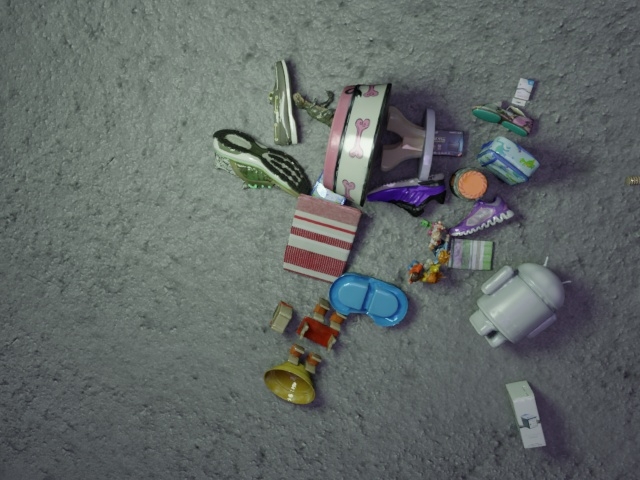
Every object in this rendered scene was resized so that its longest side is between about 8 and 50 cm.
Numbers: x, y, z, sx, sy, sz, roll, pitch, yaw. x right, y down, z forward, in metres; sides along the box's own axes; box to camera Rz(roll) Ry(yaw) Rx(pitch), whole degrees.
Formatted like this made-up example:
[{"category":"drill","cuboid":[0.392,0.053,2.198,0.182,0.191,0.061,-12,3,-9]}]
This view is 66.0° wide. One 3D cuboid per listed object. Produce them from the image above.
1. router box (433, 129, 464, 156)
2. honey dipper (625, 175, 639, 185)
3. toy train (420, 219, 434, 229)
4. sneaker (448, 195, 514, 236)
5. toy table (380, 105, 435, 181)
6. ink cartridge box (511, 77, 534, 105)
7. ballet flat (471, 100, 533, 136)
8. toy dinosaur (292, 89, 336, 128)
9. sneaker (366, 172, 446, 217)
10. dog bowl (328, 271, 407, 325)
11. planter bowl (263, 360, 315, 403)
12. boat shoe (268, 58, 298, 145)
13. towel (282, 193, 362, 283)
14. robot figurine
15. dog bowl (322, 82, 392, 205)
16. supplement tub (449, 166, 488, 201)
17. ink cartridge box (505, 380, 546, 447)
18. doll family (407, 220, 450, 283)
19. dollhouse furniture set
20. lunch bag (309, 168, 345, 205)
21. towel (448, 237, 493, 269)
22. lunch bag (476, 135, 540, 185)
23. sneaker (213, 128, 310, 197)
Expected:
[{"category":"router box","cuboid":[0.448,-0.349,1.767,0.122,0.038,0.092,4,98,8]},{"category":"honey dipper","cuboid":[1.136,-0.212,1.687,0.160,0.030,0.031,-6,97,8]},{"category":"toy train","cuboid":[0.412,-0.054,1.827,0.083,0.017,0.024,24,90,4]},{"category":"sneaker","cuboid":[0.564,-0.087,1.766,0.236,0.095,0.105,-24,87,6]},{"category":"toy table","cuboid":[0.299,-0.341,1.697,0.160,0.252,0.274,8,56,4]},{"category":"ink cartridge box","cuboid":[0.701,-0.514,1.710,0.048,0.028,0.083,16,101,6]},{"category":"ballet flat","cuboid":[0.637,-0.437,1.716,0.221,0.077,0.079,23,83,0]},{"category":"toy dinosaur","cuboid":[0.027,-0.472,1.804,0.268,0.064,0.118,37,97,-8]},{"category":"sneaker","cuboid":[0.313,-0.149,1.784,0.293,0.102,0.146,-10,97,10]},{"category":"dog bowl","cuboid":[0.179,0.212,1.855,0.297,0.074,0.166,17,107,0]},{"category":"planter bowl","cuboid":[-0.107,0.539,1.935,0.217,0.090,0.217,13,132,15]},{"category":"boat shoe","cuboid":[-0.143,-0.501,1.801,0.091,0.109,0.305,-6,101,5]},{"category":"towel","cuboid":[0.000,0.000,1.837,0.237,0.037,0.329,16,120,1]},{"category":"robot figurine","cuboid":[0.698,0.218,1.728,0.300,0.200,0.353,41,103,-19]},{"category":"dog bowl","cuboid":[0.118,-0.325,1.633,0.150,0.408,0.408,14,100,6]},{"category":"supplement tub","cuboid":[0.512,-0.195,1.702,0.117,0.190,0.117,1,99,8]},{"category":"ink cartridge box","cuboid":[0.753,0.635,1.810,0.082,0.139,0.191,-16,95,12]},{"category":"doll family","cuboid":[0.410,0.063,1.759,0.118,0.163,0.263,24,107,1]},{"category":"dollhouse furniture set","cuboid":[-0.058,0.336,1.918,0.259,0.135,0.262,27,102,-7]},{"category":"lunch bag","cuboid":[0.040,-0.176,1.826,0.128,0.096,0.151,27,111,4]},{"category":"towel","cuboid":[0.554,0.051,1.820,0.152,0.023,0.113,4,101,6]},{"category":"lunch bag","cuboid":[0.623,-0.267,1.661,0.176,0.219,0.090,39,95,1]},{"category":"sneaker","cuboid":[-0.231,-0.256,1.861,0.410,0.158,0.182,31,132,1]}]
